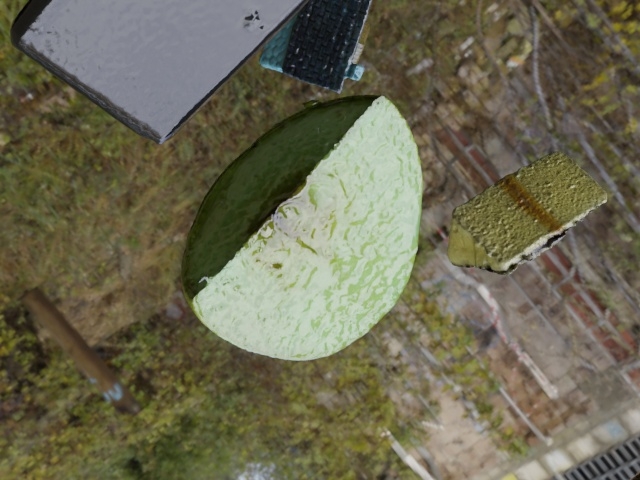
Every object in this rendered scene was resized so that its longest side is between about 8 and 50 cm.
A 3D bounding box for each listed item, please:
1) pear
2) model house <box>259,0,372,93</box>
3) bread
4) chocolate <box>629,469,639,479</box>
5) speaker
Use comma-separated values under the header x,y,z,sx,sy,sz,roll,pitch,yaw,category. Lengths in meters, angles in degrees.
x,y,z,sx,sy,sz,roll,pitch,yaw,category
-0.004,0.002,0.800,0.288,0.239,0.139,-48,-145,-8,pear
0.042,-0.471,1.625,0.226,0.241,0.261,6,108,-46,model house
0.350,-0.047,1.273,0.266,0.141,0.178,-28,179,-20,bread
0.217,0.220,0.436,0.214,0.148,0.093,-37,133,-8,chocolate
-0.095,-0.294,0.671,0.388,0.180,0.184,-38,-145,24,speaker
